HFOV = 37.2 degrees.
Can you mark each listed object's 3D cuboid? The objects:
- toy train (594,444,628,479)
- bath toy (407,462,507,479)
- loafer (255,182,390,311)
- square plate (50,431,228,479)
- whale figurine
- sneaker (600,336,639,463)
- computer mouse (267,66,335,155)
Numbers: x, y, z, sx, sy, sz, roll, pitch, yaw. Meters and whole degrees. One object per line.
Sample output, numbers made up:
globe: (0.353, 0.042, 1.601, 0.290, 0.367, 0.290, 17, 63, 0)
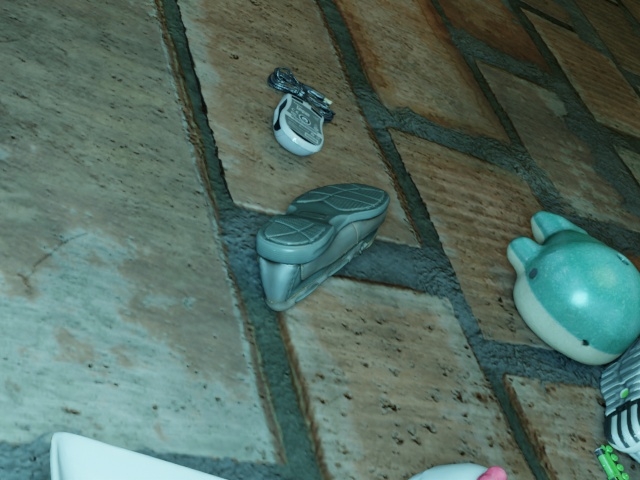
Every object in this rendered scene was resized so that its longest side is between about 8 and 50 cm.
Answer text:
toy train: (0.352, 0.281, 1.130, 0.024, 0.017, 0.083, -1, 50, -31)
bath toy: (0.209, 0.331, 0.832, 0.348, 0.129, 0.151, 49, 35, 16)
loafer: (0.000, 0.000, 1.089, 0.096, 0.084, 0.267, 16, 22, 22)
square plate: (-0.020, 0.299, 0.607, 0.344, 0.049, 0.347, 26, 22, -29)
whale figurine: (0.360, 0.041, 1.308, 0.216, 0.141, 0.272, 30, 34, -13)
sneaker: (0.430, 0.228, 1.225, 0.132, 0.086, 0.228, 47, 35, -8)
computer mouse: (-0.032, -0.161, 1.265, 0.106, 0.042, 0.193, 35, 28, -15)
